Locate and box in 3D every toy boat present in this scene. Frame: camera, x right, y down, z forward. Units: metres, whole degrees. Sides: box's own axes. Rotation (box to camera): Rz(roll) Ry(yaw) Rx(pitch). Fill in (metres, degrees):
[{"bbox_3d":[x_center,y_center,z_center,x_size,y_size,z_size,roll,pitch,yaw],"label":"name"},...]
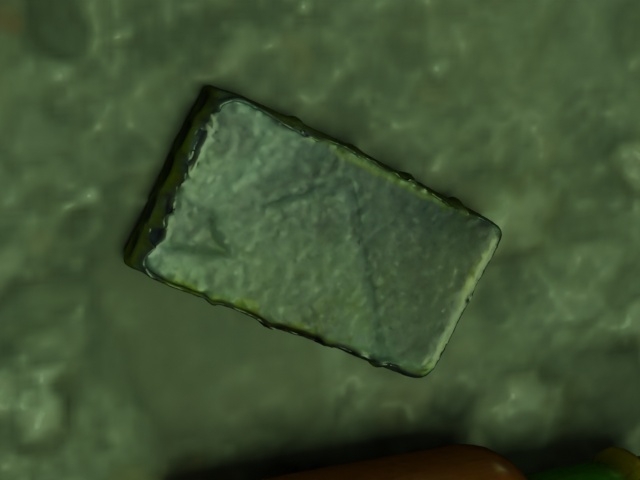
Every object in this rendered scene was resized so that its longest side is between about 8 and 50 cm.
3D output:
[{"bbox_3d":[0.000,0.000,0.457,0.115,0.016,0.063,24,95,-29],"label":"toy boat"}]

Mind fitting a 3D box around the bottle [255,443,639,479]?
[{"bbox_3d":[0.043,0.102,0.479,0.187,0.069,0.069,-7,109,-21],"label":"bottle"}]
